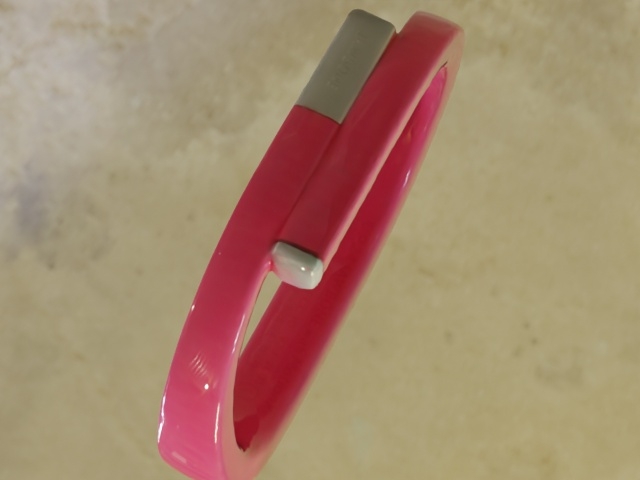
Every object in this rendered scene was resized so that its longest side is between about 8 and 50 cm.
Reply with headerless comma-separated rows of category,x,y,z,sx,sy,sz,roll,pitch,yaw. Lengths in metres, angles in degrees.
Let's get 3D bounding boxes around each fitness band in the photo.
fitness band,0.000,0.000,1.047,0.054,0.291,0.209,24,148,10
